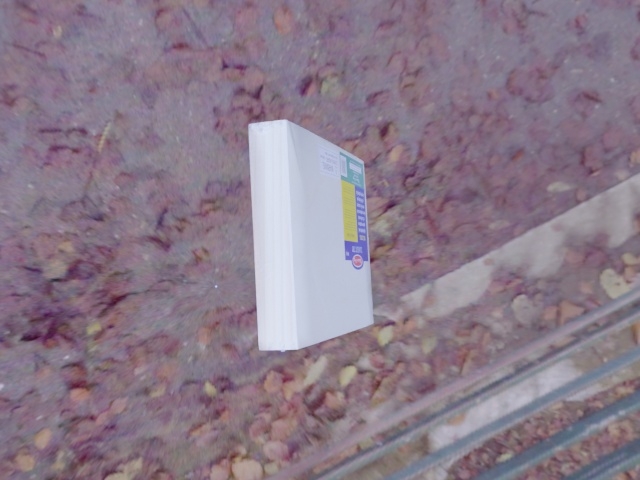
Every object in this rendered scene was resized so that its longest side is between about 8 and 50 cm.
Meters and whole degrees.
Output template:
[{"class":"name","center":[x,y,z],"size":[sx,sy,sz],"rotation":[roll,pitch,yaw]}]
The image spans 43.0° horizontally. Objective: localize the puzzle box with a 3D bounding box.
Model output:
[{"class":"puzzle box","center":[0.000,0.000,1.133],"size":[0.052,0.409,0.272],"rotation":[-4,87,16]}]
